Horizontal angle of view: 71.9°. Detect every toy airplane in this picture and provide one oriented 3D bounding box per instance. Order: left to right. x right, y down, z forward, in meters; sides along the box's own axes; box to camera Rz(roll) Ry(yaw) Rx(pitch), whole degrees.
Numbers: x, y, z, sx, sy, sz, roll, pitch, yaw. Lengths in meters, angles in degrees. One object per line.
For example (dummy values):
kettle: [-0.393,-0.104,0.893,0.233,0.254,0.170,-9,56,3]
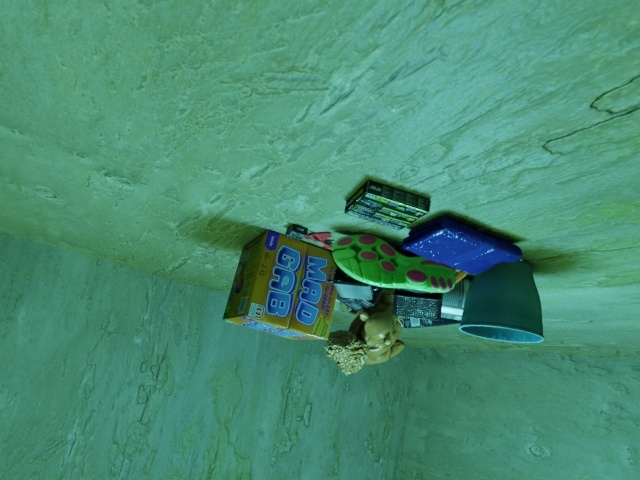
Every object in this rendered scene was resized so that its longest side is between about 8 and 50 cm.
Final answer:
toy airplane: [0.000,0.000,1.690,0.151,0.028,0.151,12,163,4]

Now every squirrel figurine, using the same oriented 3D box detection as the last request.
squirrel figurine: [0.223,0.473,2.100,0.281,0.397,0.370,52,164,16]

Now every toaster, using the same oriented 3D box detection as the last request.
toaster: [0.146,0.140,1.772,0.186,0.168,0.110,2,136,25]

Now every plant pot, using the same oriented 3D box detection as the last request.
plant pot: [0.637,0.204,1.548,0.272,0.255,0.271,10,163,3]

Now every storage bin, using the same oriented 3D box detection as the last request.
storage bin: [0.371,0.240,1.690,0.180,0.084,0.122,6,-171,12]

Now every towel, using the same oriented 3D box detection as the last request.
towel: [0.443,0.013,1.400,0.308,0.076,0.228,19,154,-20]

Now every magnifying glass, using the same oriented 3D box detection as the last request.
magnifying glass: [0.478,0.197,1.746,0.092,0.231,0.026,50,-169,5]

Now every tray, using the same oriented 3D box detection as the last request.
tray: [0.318,0.328,2.327,0.203,0.076,0.411,11,153,1]

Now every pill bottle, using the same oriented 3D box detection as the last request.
pill bottle: [0.495,0.230,1.844,0.319,0.176,0.176,8,162,10]

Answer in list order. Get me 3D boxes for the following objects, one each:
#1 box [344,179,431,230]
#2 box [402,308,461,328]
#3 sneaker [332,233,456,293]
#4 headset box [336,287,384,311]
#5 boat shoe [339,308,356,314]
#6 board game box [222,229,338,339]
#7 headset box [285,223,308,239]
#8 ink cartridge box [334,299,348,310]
box: [0.185,-0.095,1.260,0.191,0.045,0.184,16,159,-11]
box: [0.537,0.329,2.066,0.270,0.143,0.165,-1,168,-20]
sneaker: [0.258,0.114,1.631,0.483,0.185,0.202,17,157,-14]
headset box: [0.137,0.219,2.046,0.218,0.110,0.293,34,160,-4]
boat shoe: [0.152,0.352,2.523,0.123,0.119,0.324,-2,158,35]
board game box: [-0.164,0.208,1.888,0.356,0.356,0.356,20,161,-21]
headset box: [-0.087,-0.031,1.642,0.062,0.032,0.083,17,161,-19]
ink cartridge box: [0.053,0.285,2.354,0.181,0.056,0.224,5,139,16]
